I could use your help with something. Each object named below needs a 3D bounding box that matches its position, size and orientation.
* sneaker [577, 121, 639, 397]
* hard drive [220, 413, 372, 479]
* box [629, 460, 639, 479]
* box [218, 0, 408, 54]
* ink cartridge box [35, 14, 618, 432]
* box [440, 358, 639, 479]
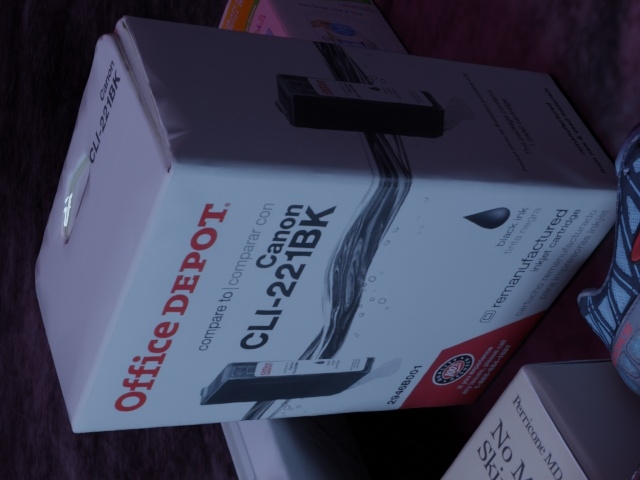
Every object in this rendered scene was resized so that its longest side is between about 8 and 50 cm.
[{"bbox_3d":[0.176,-0.041,0.436,0.125,0.104,0.261,51,131,52],"label":"sneaker"},{"bbox_3d":[-0.034,0.093,0.735,0.040,0.203,0.307,-30,52,6],"label":"hard drive"},{"bbox_3d":[0.176,0.171,0.355,0.191,0.045,0.184,30,100,29],"label":"box"},{"bbox_3d":[-0.001,-0.103,0.753,0.114,0.103,0.203,-63,38,37],"label":"box"},{"bbox_3d":[0.000,0.000,0.571,0.197,0.273,0.114,-62,38,38],"label":"ink cartridge box"},{"bbox_3d":[0.104,0.193,0.555,0.113,0.094,0.275,63,140,41],"label":"box"}]
